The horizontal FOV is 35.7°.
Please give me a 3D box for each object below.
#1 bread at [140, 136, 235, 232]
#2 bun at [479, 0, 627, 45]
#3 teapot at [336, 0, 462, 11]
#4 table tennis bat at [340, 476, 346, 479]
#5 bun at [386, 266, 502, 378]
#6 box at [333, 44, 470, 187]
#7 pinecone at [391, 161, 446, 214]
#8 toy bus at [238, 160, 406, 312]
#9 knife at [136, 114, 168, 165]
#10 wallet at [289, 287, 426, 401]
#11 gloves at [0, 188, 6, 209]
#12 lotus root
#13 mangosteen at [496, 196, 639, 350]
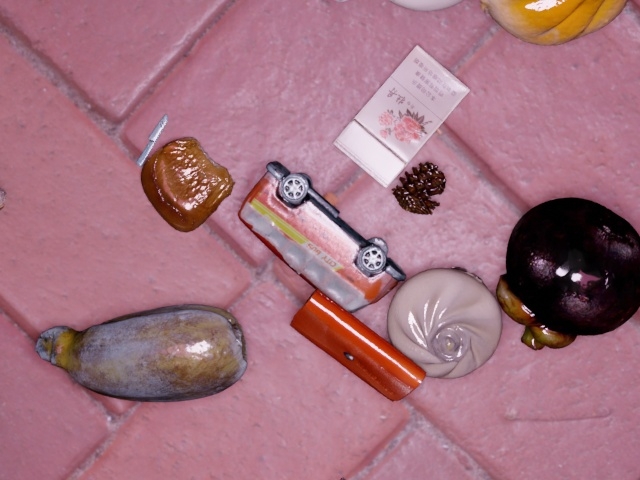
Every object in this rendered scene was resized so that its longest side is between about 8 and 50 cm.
[{"bbox_3d":[-0.210,-0.089,1.526,0.126,0.044,0.129,-42,86,1],"label":"bread"},{"bbox_3d":[0.353,-0.409,1.374,0.299,0.165,0.298,-12,117,-25],"label":"bun"},{"bbox_3d":[0.144,-0.433,1.452,0.300,0.166,0.208,-36,102,-7],"label":"teapot"},{"bbox_3d":[0.063,0.399,1.545,0.083,0.007,0.050,41,93,-1],"label":"table tennis bat"},{"bbox_3d":[0.183,0.130,1.458,0.173,0.120,0.172,0,113,0],"label":"bun"},{"bbox_3d":[0.124,-0.188,1.517,0.109,0.029,0.198,41,92,1],"label":"box"},{"bbox_3d":[0.151,-0.079,1.497,0.077,0.077,0.083,26,81,1],"label":"pinecone"},{"bbox_3d":[0.000,0.000,1.487,0.265,0.121,0.120,41,97,-1],"label":"toy bus"},{"bbox_3d":[-0.261,-0.156,1.543,0.014,0.005,0.091,32,92,-1],"label":"knife"},{"bbox_3d":[0.051,0.162,1.477,0.204,0.142,0.045,37,66,1],"label":"wallet"},{"bbox_3d":[-0.542,-0.095,1.512,0.094,0.110,0.144,-42,119,-5],"label":"gloves"},{"bbox_3d":[-0.267,0.176,1.480,0.322,0.158,0.140,-7,94,8],"label":"lotus root"},{"bbox_3d":[0.354,0.062,1.445,0.211,0.211,0.250,28,124,1],"label":"mangosteen"}]
